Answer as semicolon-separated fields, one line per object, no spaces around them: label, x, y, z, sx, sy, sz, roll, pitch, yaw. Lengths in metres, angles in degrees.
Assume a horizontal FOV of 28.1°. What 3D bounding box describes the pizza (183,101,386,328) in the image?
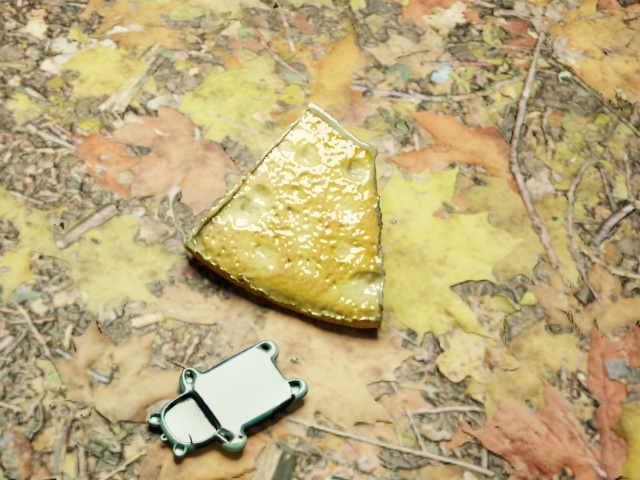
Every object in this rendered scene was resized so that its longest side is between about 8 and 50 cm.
pizza;0.000;-0.009;1.248;0.204;0.080;0.188;35;80;5

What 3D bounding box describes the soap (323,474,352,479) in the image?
soap;0.026;0.320;1.001;0.150;0.094;0.261;-24;60;-29

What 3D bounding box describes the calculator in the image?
calculator;-0.084;0.145;1.152;0.141;0.019;0.094;-28;62;-23
